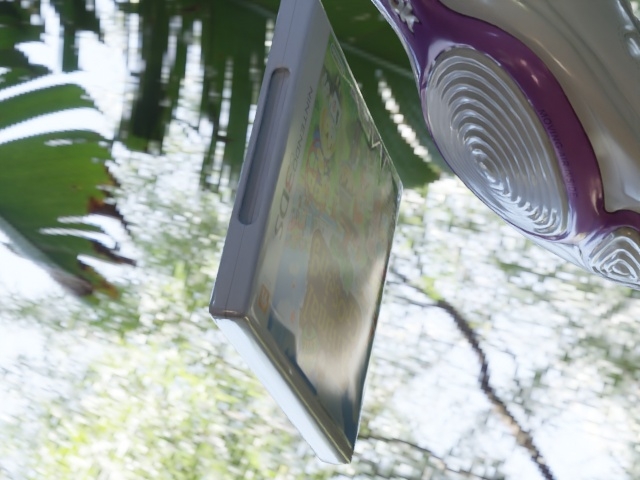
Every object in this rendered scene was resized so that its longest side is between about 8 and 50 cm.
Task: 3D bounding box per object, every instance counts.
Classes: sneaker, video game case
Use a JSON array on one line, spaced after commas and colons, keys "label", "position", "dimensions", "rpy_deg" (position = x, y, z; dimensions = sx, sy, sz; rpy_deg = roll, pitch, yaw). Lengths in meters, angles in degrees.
[{"label": "sneaker", "position": [0.085, -0.121, 0.633], "dimensions": [0.152, 0.114, 0.305], "rpy_deg": [-35, -90, -24]}, {"label": "video game case", "position": [0.000, 0.000, 0.879], "dimensions": [0.212, 0.023, 0.193], "rpy_deg": [61, -144, -58]}]
